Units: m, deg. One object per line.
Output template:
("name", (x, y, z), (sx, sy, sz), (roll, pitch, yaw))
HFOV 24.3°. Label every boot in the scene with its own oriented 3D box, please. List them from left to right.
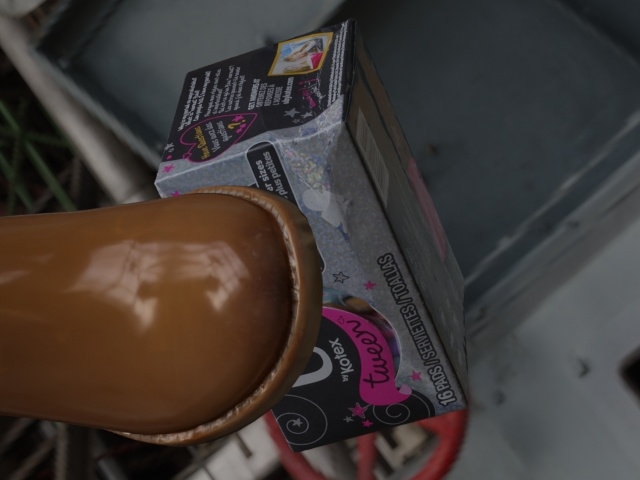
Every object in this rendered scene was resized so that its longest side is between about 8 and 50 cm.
("boot", (-0.159, 0.021, 0.582), (0.220, 0.109, 0.283), (9, -6, -44))

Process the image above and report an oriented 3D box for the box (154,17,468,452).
("box", (0.000, 0.000, 1.060), (0.142, 0.247, 0.163), (-17, 30, 15))
